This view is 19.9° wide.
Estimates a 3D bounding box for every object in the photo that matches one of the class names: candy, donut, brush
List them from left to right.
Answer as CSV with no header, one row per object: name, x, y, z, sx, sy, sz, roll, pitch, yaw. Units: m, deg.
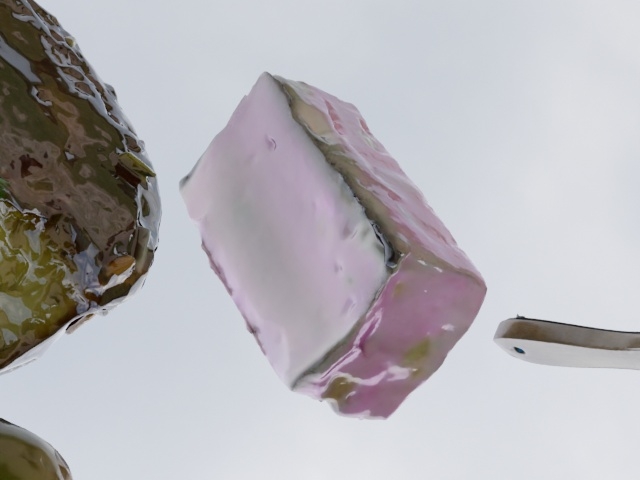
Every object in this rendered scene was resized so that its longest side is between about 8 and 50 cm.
donut,-0.179,-0.043,0.706,0.230,0.096,0.216,7,-138,-46
candy,0.000,0.000,1.438,0.116,0.155,0.265,17,-152,-41
brush,0.270,0.071,1.389,0.070,0.327,0.065,37,-114,-38

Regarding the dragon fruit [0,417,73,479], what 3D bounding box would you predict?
dragon fruit,-0.140,0.158,0.492,0.228,0.307,0.243,-21,-79,-3
